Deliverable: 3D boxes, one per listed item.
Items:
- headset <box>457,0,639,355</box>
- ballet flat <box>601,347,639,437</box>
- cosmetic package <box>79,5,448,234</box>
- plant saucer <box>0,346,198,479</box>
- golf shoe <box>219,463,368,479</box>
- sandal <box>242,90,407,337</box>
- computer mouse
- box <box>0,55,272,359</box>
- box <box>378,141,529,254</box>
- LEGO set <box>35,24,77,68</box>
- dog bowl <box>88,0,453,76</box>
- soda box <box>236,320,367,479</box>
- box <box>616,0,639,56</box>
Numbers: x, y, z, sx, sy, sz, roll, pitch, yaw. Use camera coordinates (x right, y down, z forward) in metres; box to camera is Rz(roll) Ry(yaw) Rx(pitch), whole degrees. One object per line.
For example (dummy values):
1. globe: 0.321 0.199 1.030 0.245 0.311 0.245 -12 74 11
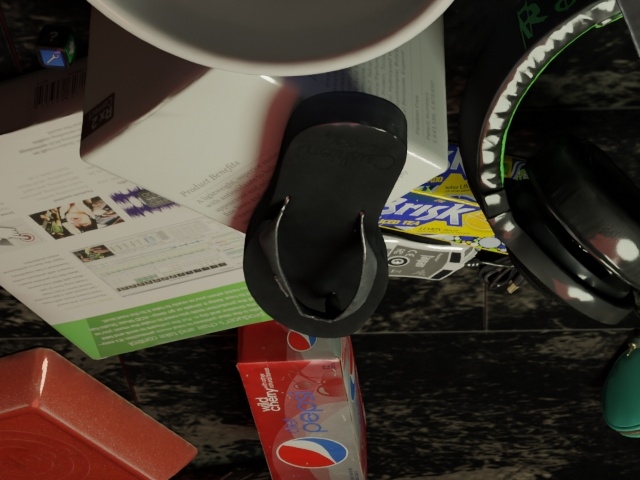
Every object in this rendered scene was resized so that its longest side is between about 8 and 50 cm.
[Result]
1. headset: 0.231 -0.044 1.285 0.243 0.185 0.394 -23 128 1
2. ballet flat: 0.323 0.104 1.579 0.087 0.083 0.247 -5 153 -16
3. cosmetic package: -0.035 -0.109 1.177 0.183 0.151 0.151 26 140 -34
4. plant saucer: -0.295 0.204 1.795 0.258 0.048 0.259 -16 145 26
5. golf shoe: -0.053 0.253 1.851 0.198 0.094 0.077 -19 129 -11
6. sandal: -0.001 0.000 1.152 0.097 0.054 0.254 2 149 -1
7. computer mouse: 0.091 0.000 1.456 0.193 0.042 0.106 6 153 -18
8. box: -0.164 -0.017 1.424 0.232 0.058 0.322 -13 144 22
9. box: 0.096 -0.037 1.380 0.169 0.054 0.059 11 146 -17
10. LEGO set: -0.252 -0.198 1.160 0.244 0.060 0.182 24 144 -13
11. dog bowl: -0.030 -0.223 0.954 0.265 0.104 0.265 9 131 10
12. soda box: -0.013 0.134 1.633 0.092 0.083 0.263 -3 147 5
13. box: 0.276 -0.225 0.962 0.270 0.165 0.143 -12 146 19
